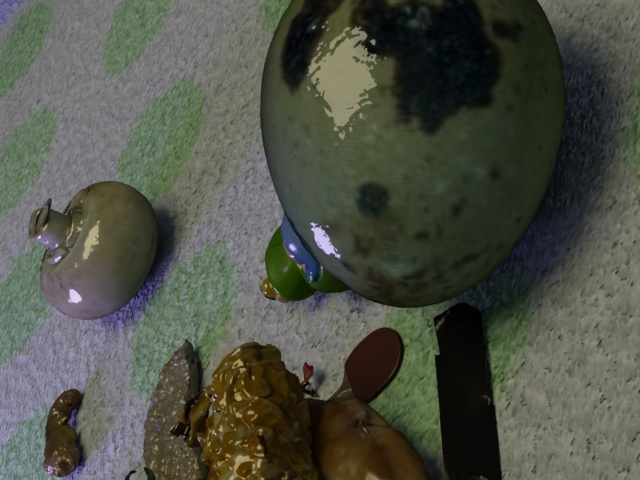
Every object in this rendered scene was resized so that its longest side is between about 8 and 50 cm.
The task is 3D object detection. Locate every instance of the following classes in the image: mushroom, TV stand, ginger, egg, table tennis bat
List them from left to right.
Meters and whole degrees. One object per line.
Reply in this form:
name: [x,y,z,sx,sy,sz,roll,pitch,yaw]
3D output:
ginger: [-0.420,0.316,2.212,0.069,0.051,0.173,-41,39,25]
mushroom: [-0.385,0.005,2.262,0.246,0.202,0.246,-48,25,31]
table tennis bat: [0.047,0.172,1.692,0.156,0.013,0.087,-46,37,20]
egg: [0.100,-0.136,1.537,0.345,0.345,0.428,-9,67,52]
TV stand: [0.160,0.186,1.490,0.049,0.040,0.256,-35,41,36]

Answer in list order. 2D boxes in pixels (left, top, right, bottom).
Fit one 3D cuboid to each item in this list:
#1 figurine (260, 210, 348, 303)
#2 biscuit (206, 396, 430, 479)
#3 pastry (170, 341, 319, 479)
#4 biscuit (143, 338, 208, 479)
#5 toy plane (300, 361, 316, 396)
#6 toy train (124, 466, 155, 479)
figurine: [0.000,0.000,1.785,0.263,0.143,0.162,-43,24,56]
biscuit: [-0.031,0.395,1.546,0.429,0.104,0.446,-16,56,49]
pastry: [-0.080,0.229,1.535,0.154,0.102,0.250,-42,38,24]
biscuit: [-0.215,0.271,1.970,0.133,0.032,0.250,-44,37,28]
toy plane: [-0.043,0.225,1.757,0.145,0.037,0.060,-61,21,8]
toy train: [-0.207,0.458,1.510,0.249,0.178,0.429,-53,34,36]
